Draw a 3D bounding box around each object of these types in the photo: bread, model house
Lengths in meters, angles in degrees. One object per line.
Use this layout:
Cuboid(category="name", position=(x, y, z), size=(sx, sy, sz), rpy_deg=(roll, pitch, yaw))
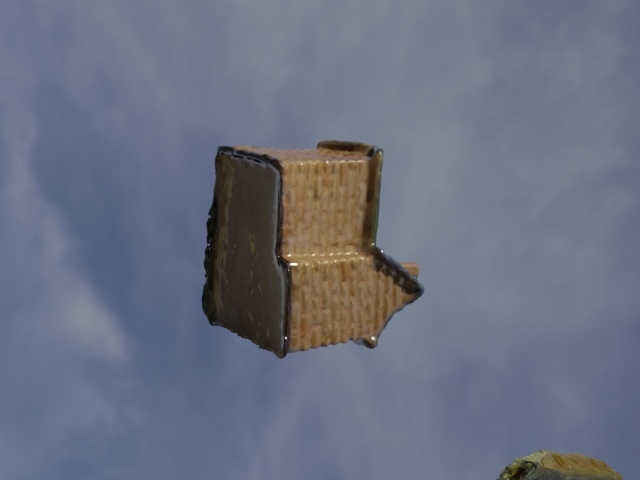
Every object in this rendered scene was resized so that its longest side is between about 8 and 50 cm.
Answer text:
Cuboid(category="bread", position=(0.139, 0.155, 0.738), size=(0.066, 0.110, 0.060), rpy_deg=(49, -60, 39))
Cuboid(category="model house", position=(0.000, 0.000, 1.185), size=(0.166, 0.172, 0.183), rpy_deg=(20, -68, 57))
